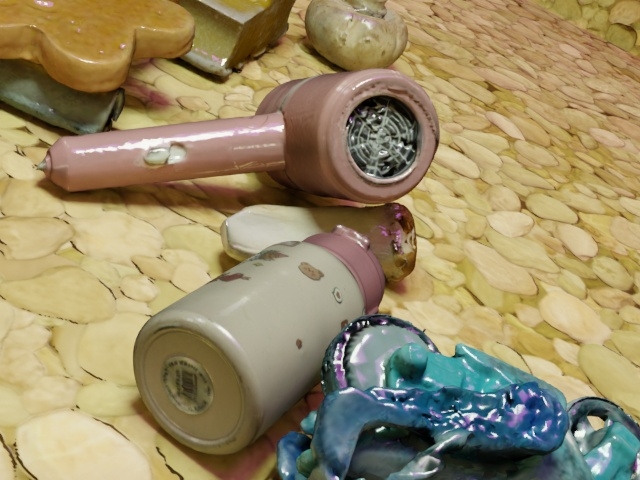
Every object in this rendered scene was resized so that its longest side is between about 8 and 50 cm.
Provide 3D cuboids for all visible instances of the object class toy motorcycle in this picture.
[{"bbox_3d":[0.104,0.165,0.546,0.260,0.154,0.206,23,54,-8],"label":"toy motorcycle"}]

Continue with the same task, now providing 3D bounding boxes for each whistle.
[{"bbox_3d":[-0.359,-0.190,0.848,0.326,0.057,0.068,23,31,0],"label":"whistle"}]

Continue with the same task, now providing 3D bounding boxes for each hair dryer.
[{"bbox_3d":[-0.085,-0.084,0.785,0.352,0.125,0.210,-10,11,-20],"label":"hair dryer"}]

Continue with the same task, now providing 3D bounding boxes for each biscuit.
[{"bbox_3d":[-0.269,-0.276,0.911,0.275,0.052,0.355,16,38,-12],"label":"biscuit"}]

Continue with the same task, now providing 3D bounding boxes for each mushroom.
[{"bbox_3d":[0.000,0.000,0.793,0.209,0.071,0.084,1,70,-28],"label":"mushroom"},{"bbox_3d":[0.057,-0.334,1.287,0.166,0.127,0.166,13,38,-10],"label":"mushroom"}]

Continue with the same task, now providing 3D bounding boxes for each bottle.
[{"bbox_3d":[-0.029,0.061,0.636,0.110,0.110,0.233,33,31,16],"label":"bottle"}]

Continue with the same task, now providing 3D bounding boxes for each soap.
[{"bbox_3d":[-0.193,-0.360,1.156,0.281,0.143,0.259,30,35,2],"label":"soap"}]
